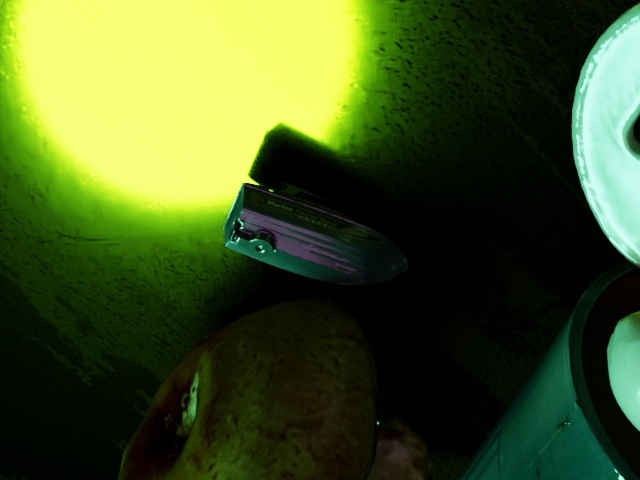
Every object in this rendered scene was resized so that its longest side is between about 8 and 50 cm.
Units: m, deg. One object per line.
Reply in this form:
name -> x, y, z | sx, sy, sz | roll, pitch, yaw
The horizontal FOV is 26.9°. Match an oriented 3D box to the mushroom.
mushroom -> -0.034, 0.175, 1.044 | 0.254, 0.267, 0.267 | 17, 135, 3

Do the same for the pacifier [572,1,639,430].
pacifier -> 0.262, 0.015, 0.741 | 0.343, 0.269, 0.288 | 41, 144, 11

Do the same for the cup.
cup -> 0.251, 0.181, 0.990 | 0.242, 0.308, 0.292 | 47, 139, 19

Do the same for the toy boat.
toy boat -> 0.000, 0.000, 0.999 | 0.141, 0.060, 0.055 | 19, 136, -8
